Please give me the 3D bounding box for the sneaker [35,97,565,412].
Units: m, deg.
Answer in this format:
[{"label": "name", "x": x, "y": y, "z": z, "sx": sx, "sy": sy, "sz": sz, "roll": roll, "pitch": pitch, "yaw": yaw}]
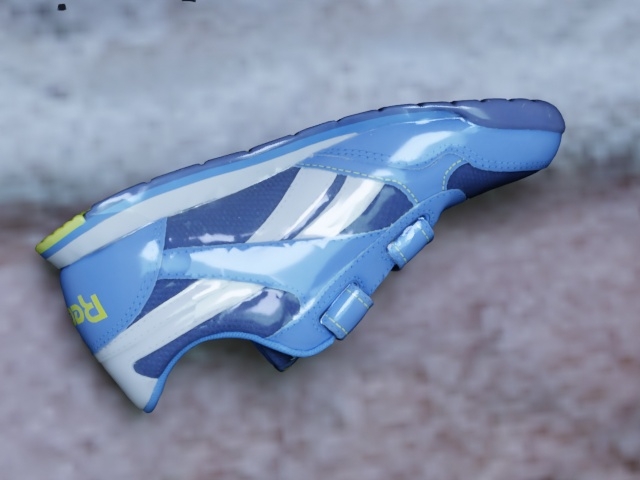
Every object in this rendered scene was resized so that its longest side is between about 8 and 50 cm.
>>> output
[{"label": "sneaker", "x": 0.000, "y": 0.000, "z": 0.530, "sx": 0.144, "sy": 0.053, "sz": 0.059, "roll": -19, "pitch": 88, "yaw": -5}]
